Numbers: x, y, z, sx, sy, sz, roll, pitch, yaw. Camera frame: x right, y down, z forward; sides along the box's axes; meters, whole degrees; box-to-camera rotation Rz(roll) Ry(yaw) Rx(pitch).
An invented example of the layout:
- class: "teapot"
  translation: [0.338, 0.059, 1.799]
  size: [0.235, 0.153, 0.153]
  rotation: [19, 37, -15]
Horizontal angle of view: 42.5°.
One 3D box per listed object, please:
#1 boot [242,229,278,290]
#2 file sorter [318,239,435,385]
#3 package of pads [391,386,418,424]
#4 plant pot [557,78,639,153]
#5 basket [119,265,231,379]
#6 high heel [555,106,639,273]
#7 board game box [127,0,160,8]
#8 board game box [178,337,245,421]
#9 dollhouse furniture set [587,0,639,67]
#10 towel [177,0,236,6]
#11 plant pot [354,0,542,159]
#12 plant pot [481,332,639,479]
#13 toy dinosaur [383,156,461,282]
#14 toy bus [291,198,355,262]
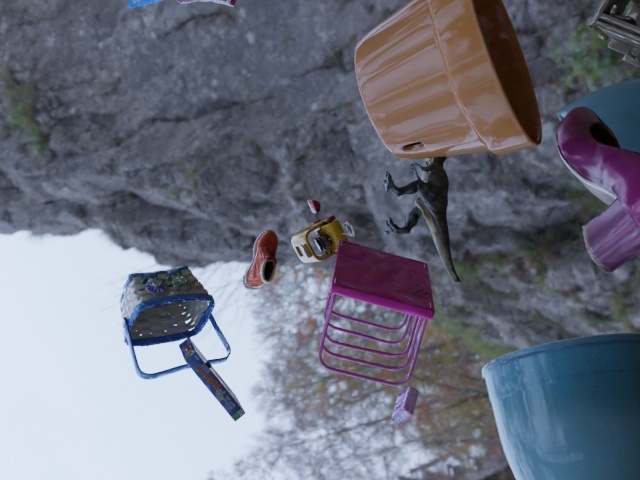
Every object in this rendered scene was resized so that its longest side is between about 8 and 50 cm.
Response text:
- class: "boot"
  translation: [-0.123, 0.040, 1.933]
  size: [0.059, 0.084, 0.158]
  rotation: [30, -119, -26]
- class: "file sorter"
  translation: [0.107, 0.147, 1.705]
  size: [0.291, 0.202, 0.182]
  rotation: [-76, 1, -73]
- class: "package of pads"
  translation: [0.193, 0.374, 1.869]
  size: [0.032, 0.050, 0.083]
  rotation: [40, -145, -8]
- class: "plant pot"
  translation: [0.624, -0.198, 1.573]
  size: [0.290, 0.195, 0.290]
  rotation: [46, -166, -14]
- class: "basket"
  translation: [-0.396, 0.216, 2.142]
  size: [0.254, 0.201, 0.289]
  rotation: [-9, -122, -34]
- class: "high heel"
  translation: [0.461, -0.120, 1.208]
  size: [0.127, 0.181, 0.377]
  rotation: [32, -143, -24]
- class: "board game box"
  translation: [-0.299, -0.624, 1.463]
  size: [0.308, 0.086, 0.302]
  rotation: [-58, -46, -42]
- class: "board game box"
  translation: [-0.267, 0.338, 2.013]
  size: [0.201, 0.035, 0.136]
  rotation: [55, 172, -17]
- class: "dollhouse furniture set"
  translation: [0.536, -0.344, 1.292]
  size: [0.129, 0.129, 0.183]
  rotation: [37, -165, 35]
- class: "towel"
  translation: [-0.197, -0.552, 1.740]
  size: [0.197, 0.144, 0.029]
  rotation: [-56, -35, -38]
- class: "plant pot"
  translation: [0.183, -0.246, 1.229]
  size: [0.291, 0.203, 0.291]
  rotation: [45, -144, -45]
- class: "plant pot"
  translation: [0.387, 0.292, 1.177]
  size: [0.271, 0.271, 0.255]
  rotation: [31, -132, -55]
- class: "toy dinosaur"
  translation: [0.166, -0.060, 1.376]
  size: [0.064, 0.118, 0.268]
  rotation: [112, 156, -68]
- class: "toy bus"
  translation: [-0.002, 0.006, 2.120]
  size: [0.191, 0.104, 0.202]
  rotation: [44, 155, 37]
